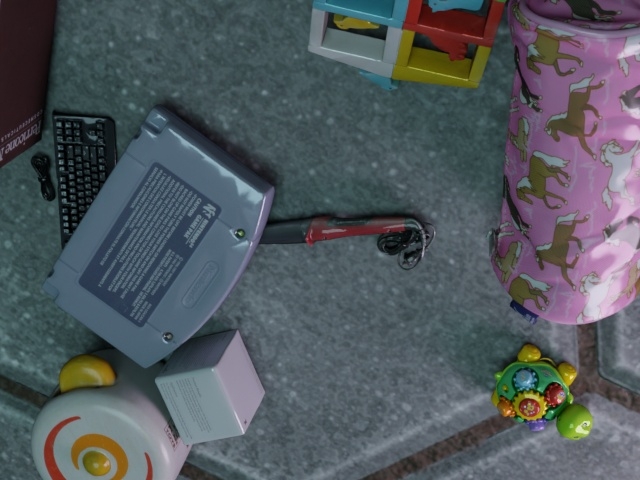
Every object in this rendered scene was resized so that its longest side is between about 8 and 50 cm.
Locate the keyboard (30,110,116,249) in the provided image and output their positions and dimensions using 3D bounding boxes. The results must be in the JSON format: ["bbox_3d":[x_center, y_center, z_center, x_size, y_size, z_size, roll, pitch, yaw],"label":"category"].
[{"bbox_3d":[-0.300,-0.069,1.767,0.108,0.023,0.180,7,117,11],"label":"keyboard"}]

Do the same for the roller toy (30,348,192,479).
[{"bbox_3d":[-0.262,0.247,1.846,0.191,0.146,0.209,29,119,-2],"label":"roller toy"}]

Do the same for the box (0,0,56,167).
[{"bbox_3d":[-0.387,-0.264,1.588,0.143,0.191,0.381,20,120,11],"label":"box"}]

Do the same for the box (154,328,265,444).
[{"bbox_3d":[-0.136,0.182,1.807,0.087,0.102,0.101,-13,112,22],"label":"box"}]

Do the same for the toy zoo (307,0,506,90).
[{"bbox_3d":[0.087,-0.234,1.488,0.192,0.030,0.293,12,158,2],"label":"toy zoo"}]

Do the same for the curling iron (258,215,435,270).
[{"bbox_3d":[0.000,0.000,1.719,0.274,0.035,0.068,1,116,13],"label":"curling iron"}]

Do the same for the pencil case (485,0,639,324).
[{"bbox_3d":[0.266,-0.097,1.501,0.167,0.160,0.386,-13,130,-16],"label":"pencil case"}]

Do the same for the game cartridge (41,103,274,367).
[{"bbox_3d":[-0.187,0.006,1.733,0.196,0.060,0.294,38,116,3],"label":"game cartridge"}]

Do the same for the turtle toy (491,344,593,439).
[{"bbox_3d":[0.265,0.191,1.731,0.130,0.066,0.095,27,119,0],"label":"turtle toy"}]
